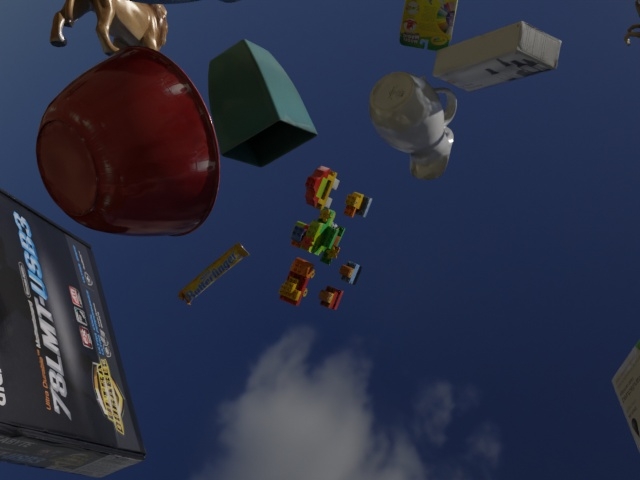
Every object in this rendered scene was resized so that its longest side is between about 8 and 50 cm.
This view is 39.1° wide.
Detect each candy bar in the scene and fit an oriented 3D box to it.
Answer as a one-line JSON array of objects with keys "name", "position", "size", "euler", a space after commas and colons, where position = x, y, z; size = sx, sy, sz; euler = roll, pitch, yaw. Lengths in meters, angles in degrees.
[{"name": "candy bar", "position": [-0.209, 0.065, 1.751], "size": [0.161, 0.040, 0.018], "euler": [-40, -141, 3]}]

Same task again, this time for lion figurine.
[{"name": "lion figurine", "position": [-0.425, -0.467, 1.870], "size": [0.142, 0.392, 0.240], "euler": [0, -101, 10]}]

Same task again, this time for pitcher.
[{"name": "pitcher", "position": [0.180, -0.234, 1.642], "size": [0.125, 0.207, 0.177], "euler": [11, -110, 35]}]

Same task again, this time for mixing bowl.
[{"name": "mixing bowl", "position": [-0.187, -0.077, 0.805], "size": [0.181, 0.181, 0.098], "euler": [-12, -172, 44]}]

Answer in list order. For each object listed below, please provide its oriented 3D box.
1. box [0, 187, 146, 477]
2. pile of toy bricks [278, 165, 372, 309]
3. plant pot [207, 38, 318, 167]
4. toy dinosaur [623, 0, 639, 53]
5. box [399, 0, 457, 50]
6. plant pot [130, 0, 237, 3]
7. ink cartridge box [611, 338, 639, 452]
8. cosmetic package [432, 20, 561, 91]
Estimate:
[{"name": "box", "position": [-0.315, 0.095, 0.972], "size": [0.073, 0.293, 0.295], "euler": [-24, -115, 7]}, {"name": "pile of toy bricks", "position": [0.000, 0.000, 1.341], "size": [0.118, 0.105, 0.212], "euler": [21, -91, 24]}, {"name": "plant pot", "position": [-0.146, -0.314, 2.009], "size": [0.166, 0.165, 0.234], "euler": [-27, -107, 25]}, {"name": "toy dinosaur", "position": [0.658, -0.429, 1.808], "size": [0.093, 0.183, 0.053], "euler": [-28, -140, 44]}, {"name": "box", "position": [0.218, -0.465, 1.798], "size": [0.043, 0.105, 0.179], "euler": [87, 13, -85]}, {"name": "plant pot", "position": [-0.135, -0.364, 0.920], "size": [0.293, 0.196, 0.293], "euler": [-25, -125, 42]}, {"name": "ink cartridge box", "position": [0.511, 0.244, 1.182], "size": [0.198, 0.115, 0.272], "euler": [101, -16, -49]}, {"name": "cosmetic package", "position": [0.318, -0.332, 1.657], "size": [0.239, 0.099, 0.060], "euler": [-4, -110, 61]}]
